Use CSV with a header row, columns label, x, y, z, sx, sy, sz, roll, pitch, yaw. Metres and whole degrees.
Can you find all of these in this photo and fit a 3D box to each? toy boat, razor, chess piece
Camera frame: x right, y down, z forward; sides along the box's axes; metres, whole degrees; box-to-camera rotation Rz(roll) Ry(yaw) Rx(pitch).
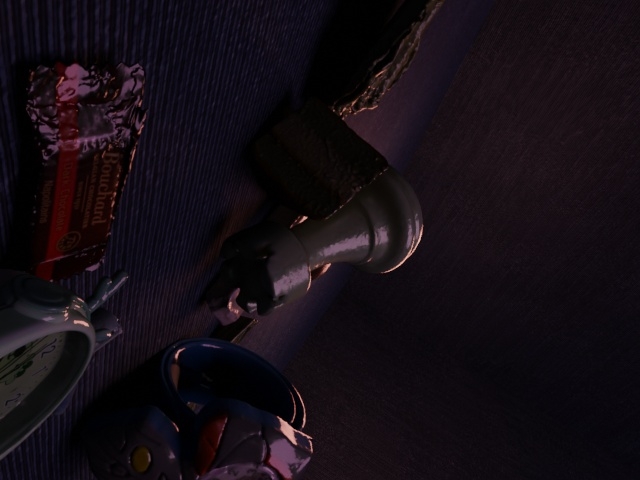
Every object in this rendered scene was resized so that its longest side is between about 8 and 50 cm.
label,x,y,z,sx,sy,sz,roll,pitch,yaw
toy boat,-0.224,0.263,0.956,0.292,0.055,0.093,-58,172,-11
razor,-0.243,0.128,0.485,0.135,0.040,0.068,-56,173,32
chess piece,0.000,0.000,0.764,0.299,0.194,0.194,-27,152,-40

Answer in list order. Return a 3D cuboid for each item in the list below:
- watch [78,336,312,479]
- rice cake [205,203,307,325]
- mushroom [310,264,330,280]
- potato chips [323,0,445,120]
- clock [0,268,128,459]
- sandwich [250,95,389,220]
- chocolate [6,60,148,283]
label,x,y,z,sx,sy,sz,roll,pitch,yaw
watch,-0.184,0.269,0.736,0.241,0.306,0.274,-58,-158,14
rice cake,-0.072,-0.009,0.863,0.364,0.056,0.072,-54,154,-29
mushroom,-0.036,0.022,0.955,0.127,0.127,0.087,-61,-177,16
potato chips,0.138,-0.319,0.729,0.429,0.070,0.358,-50,-175,29
clock,-0.216,0.086,0.317,0.211,0.066,0.159,-37,162,-55
sandwich,-0.003,-0.079,0.676,0.117,0.144,0.187,-39,167,-8
chocolate,-0.170,-0.036,0.343,0.086,0.028,0.182,-30,155,-52
